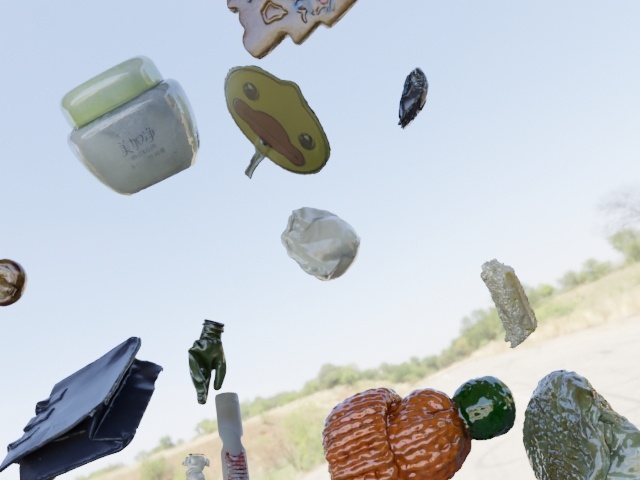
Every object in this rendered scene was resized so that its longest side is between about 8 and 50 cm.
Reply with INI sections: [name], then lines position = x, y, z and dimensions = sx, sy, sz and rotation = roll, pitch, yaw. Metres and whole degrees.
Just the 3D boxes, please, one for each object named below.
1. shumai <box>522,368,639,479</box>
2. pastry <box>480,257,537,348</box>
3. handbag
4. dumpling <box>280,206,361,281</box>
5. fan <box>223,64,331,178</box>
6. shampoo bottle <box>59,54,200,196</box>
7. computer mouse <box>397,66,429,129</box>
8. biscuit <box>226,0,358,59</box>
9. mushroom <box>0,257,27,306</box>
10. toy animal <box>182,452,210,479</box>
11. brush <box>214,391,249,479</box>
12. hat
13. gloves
[shumai]
position = 0.500, 0.364, 1.236
dimensions = 0.204, 0.271, 0.222
rotation = 6, -48, -14
[pastry]
position = 0.549, 0.172, 1.995
dimensions = 0.089, 0.258, 0.121
rotation = -17, 8, 38
[handbag]
position = -0.533, 0.391, 1.551
dimensions = 0.329, 0.122, 0.303
rotation = -29, 20, 16
[dumpling]
position = 0.000, 0.000, 1.614
dimensions = 0.147, 0.193, 0.258
rotation = -52, -10, 34
[fan]
position = -0.091, -0.188, 1.201
dimensions = 0.011, 0.229, 0.335
rotation = -47, 1, -29
[shampoo bottle]
position = -0.476, -0.285, 1.751
dimensions = 0.322, 0.317, 0.322
rotation = -24, 22, 10
[computer mouse]
position = 0.315, -0.475, 2.293
dimensions = 0.078, 0.241, 0.146
rotation = 13, -20, 17
[biscuit]
position = -0.052, -0.523, 1.424
dimensions = 0.302, 0.278, 0.043
rotation = -3, -6, 14
[mushroom]
position = -0.820, 0.107, 1.780
dimensions = 0.127, 0.127, 0.087
rotation = -28, -9, 14
[toy animal]
position = -0.370, 0.705, 2.053
dimensions = 0.085, 0.124, 0.071
rotation = 19, -39, -40
[brush]
position = -0.203, 0.474, 1.587
dimensions = 0.060, 0.321, 0.050
rotation = -2, -51, -13
[hat]
position = 0.220, 0.437, 1.441
dimensions = 0.400, 0.285, 0.285
rotation = -12, -10, 14
[gloves]
position = -0.357, 0.379, 2.154
dimensions = 0.135, 0.268, 0.107
rotation = 17, -25, -25
